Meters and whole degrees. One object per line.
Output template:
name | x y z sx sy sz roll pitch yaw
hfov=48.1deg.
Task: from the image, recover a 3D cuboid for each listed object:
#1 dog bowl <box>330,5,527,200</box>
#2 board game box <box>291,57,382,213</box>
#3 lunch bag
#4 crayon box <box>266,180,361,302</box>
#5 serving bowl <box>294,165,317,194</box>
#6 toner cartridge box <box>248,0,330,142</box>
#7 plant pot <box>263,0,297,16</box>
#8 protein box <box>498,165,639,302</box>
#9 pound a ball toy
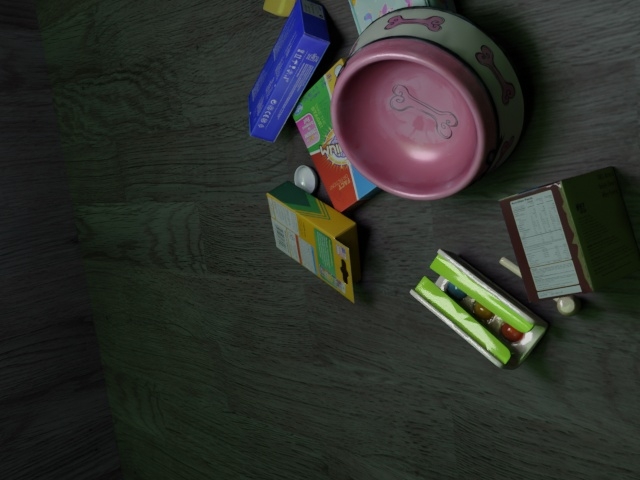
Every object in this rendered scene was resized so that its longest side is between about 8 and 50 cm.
dog bowl | 0.201 -0.258 1.476 0.408 0.150 0.407 20 135 22
board game box | 0.069 -0.258 1.803 0.242 0.064 0.316 -35 75 47
lunch bag | 0.171 -0.510 1.559 0.224 0.108 0.279 -26 74 47
crayon box | 0.000 0.000 1.899 0.323 0.083 0.203 35 147 37
serving bowl | -0.035 -0.166 1.974 0.083 0.027 0.083 18 115 43
toner cartridge box | -0.090 -0.437 1.866 0.348 0.075 0.165 -54 31 42
plant pot | -0.084 -0.619 1.853 0.083 0.081 0.081 38 128 24
protein box | 0.467 -0.013 1.337 0.136 0.200 0.201 -18 88 49
pound a ball toy | 0.384 0.129 1.552 0.319 0.136 0.208 40 103 33
